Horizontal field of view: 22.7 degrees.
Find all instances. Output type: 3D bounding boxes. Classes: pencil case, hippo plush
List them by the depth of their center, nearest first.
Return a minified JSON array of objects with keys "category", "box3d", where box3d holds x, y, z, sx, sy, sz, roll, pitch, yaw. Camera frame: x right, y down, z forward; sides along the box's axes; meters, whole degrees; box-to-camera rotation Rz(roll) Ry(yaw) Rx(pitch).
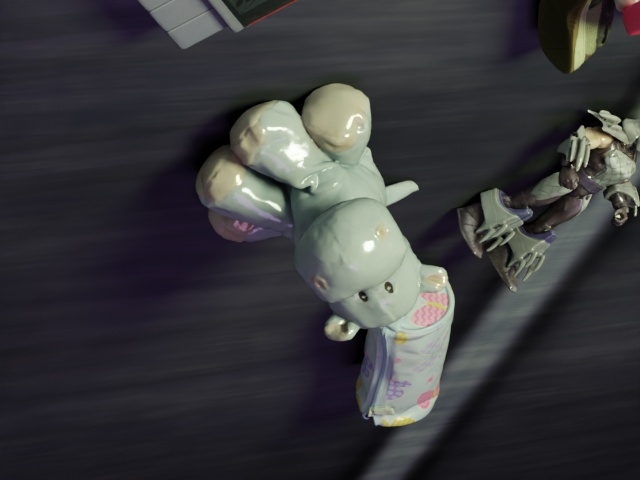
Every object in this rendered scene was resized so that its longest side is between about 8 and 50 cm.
[{"category":"hippo plush","box3d":[0.000,0.000,1.796,0.234,0.236,0.294,-23,147,7]},{"category":"pencil case","box3d":[0.111,0.148,2.181,0.124,0.113,0.273,-30,152,-24]}]

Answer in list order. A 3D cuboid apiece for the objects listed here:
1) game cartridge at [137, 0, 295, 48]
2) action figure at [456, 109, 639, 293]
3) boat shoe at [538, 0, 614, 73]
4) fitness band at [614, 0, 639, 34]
[{"category":"game cartridge","box3d":[-0.029,-0.321,1.476,0.355,0.068,0.230,-26,142,12]},{"category":"action figure","box3d":[0.317,-0.063,1.995,0.285,0.099,0.185,-37,134,20]},{"category":"boat shoe","box3d":[0.279,-0.273,1.690,0.073,0.080,0.223,-33,149,-20]},{"category":"fitness band","box3d":[0.429,-0.267,1.656,0.209,0.054,0.291,-13,-175,35]}]
